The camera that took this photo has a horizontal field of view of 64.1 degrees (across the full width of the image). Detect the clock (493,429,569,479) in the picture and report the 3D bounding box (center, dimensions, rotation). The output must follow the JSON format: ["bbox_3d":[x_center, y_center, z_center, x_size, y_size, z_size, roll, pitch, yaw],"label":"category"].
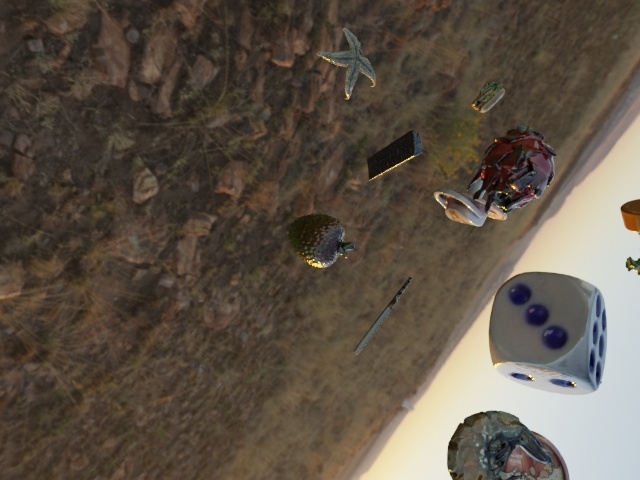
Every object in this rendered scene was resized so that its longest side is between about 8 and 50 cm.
[{"bbox_3d":[0.575,0.662,1.449,0.244,0.244,0.056,-51,156,-9],"label":"clock"}]

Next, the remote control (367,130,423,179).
[{"bbox_3d":[0.173,-0.204,1.246,0.025,0.063,0.245,-8,176,-21],"label":"remote control"}]

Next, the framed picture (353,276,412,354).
[{"bbox_3d":[0.195,0.220,1.551,0.192,0.018,0.265,-58,168,25],"label":"framed picture"}]

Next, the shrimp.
[{"bbox_3d":[0.455,0.545,1.167,0.233,0.365,0.071,-51,176,-19],"label":"shrimp"}]

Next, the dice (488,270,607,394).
[{"bbox_3d":[0.616,0.251,1.378,0.243,0.251,0.259,39,61,-41],"label":"dice"}]

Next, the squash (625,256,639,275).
[{"bbox_3d":[1.041,0.095,1.371,0.107,0.394,0.107,9,90,-75],"label":"squash"}]

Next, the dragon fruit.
[{"bbox_3d":[0.504,-0.174,1.334,0.193,0.192,0.274,37,74,-45],"label":"dragon fruit"}]

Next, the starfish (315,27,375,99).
[{"bbox_3d":[0.099,-0.551,1.637,0.138,0.050,0.247,-47,134,-3],"label":"starfish"}]

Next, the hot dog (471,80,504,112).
[{"bbox_3d":[0.472,-0.407,1.435,0.133,0.056,0.041,-43,147,-23],"label":"hot dog"}]

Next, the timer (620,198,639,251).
[{"bbox_3d":[0.837,-0.019,1.291,0.132,0.132,0.152,-32,115,-48],"label":"timer"}]

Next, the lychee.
[{"bbox_3d":[0.000,0.000,1.094,0.114,0.146,0.114,23,90,-81],"label":"lychee"}]

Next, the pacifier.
[{"bbox_3d":[0.624,-0.169,2.100,0.273,0.332,0.221,-30,111,-15],"label":"pacifier"}]
